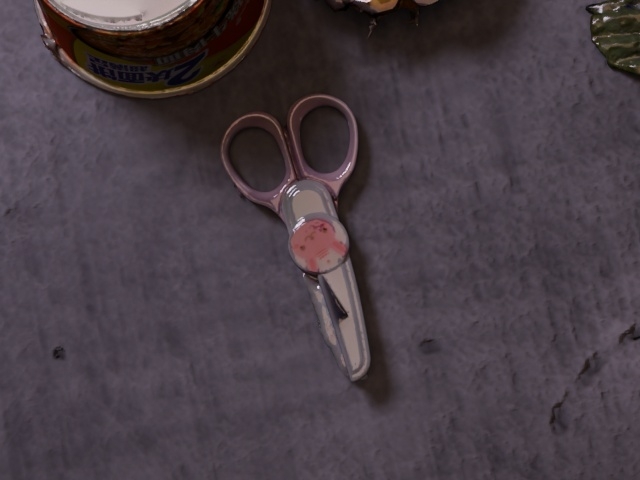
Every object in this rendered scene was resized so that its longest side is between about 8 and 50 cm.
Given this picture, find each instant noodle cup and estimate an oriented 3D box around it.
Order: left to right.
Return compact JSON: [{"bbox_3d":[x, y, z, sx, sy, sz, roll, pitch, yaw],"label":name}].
[{"bbox_3d":[-0.145,-0.227,1.126,0.213,0.174,0.213,0,88,1],"label":"instant noodle cup"}]

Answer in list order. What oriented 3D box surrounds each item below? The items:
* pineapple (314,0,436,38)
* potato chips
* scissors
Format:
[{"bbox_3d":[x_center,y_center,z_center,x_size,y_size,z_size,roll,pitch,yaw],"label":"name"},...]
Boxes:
[{"bbox_3d":[0.052,-0.282,1.171,0.224,0.076,0.225,0,89,5],"label":"pineapple"},{"bbox_3d":[0.328,-0.191,1.183,0.207,0.028,0.092,-16,88,3],"label":"potato chips"},{"bbox_3d":[0.000,0.000,1.184,0.118,0.030,0.242,-18,83,1],"label":"scissors"}]
